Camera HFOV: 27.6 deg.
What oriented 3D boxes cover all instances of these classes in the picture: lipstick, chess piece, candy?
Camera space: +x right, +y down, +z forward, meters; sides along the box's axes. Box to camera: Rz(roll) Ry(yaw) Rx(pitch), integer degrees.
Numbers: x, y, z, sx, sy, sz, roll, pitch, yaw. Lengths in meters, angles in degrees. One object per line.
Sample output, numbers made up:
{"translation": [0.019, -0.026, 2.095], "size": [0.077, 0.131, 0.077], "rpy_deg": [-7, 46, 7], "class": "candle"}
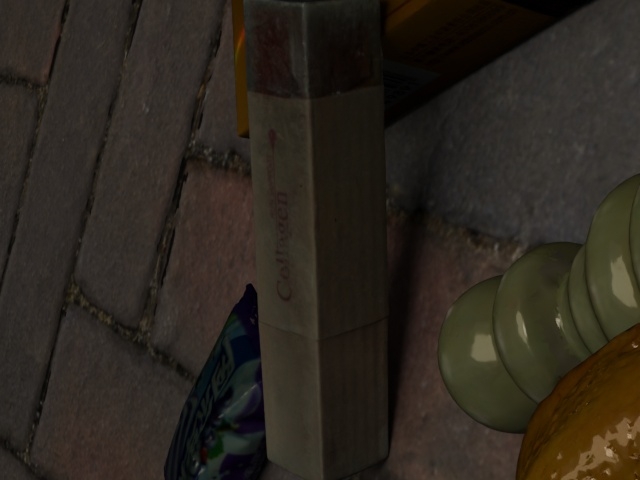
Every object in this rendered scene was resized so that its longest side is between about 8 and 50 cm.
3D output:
{"translation": [0.000, 0.000, 0.994], "size": [0.076, 0.080, 0.371], "rpy_deg": [16, 114, 46], "class": "lipstick"}
{"translation": [0.168, 0.053, 0.806], "size": [0.251, 0.144, 0.144], "rpy_deg": [-34, 54, 53], "class": "chess piece"}
{"translation": [-0.090, 0.182, 1.196], "size": [0.145, 0.070, 0.275], "rpy_deg": [51, 125, 58], "class": "candy"}

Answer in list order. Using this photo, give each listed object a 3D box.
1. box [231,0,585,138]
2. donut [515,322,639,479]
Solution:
{"translation": [0.080, -0.264, 1.025], "size": [0.415, 0.116, 0.264], "rpy_deg": [-28, 59, 50], "class": "box"}
{"translation": [0.211, 0.157, 0.621], "size": [0.277, 0.108, 0.277], "rpy_deg": [3, 98, 26], "class": "donut"}
